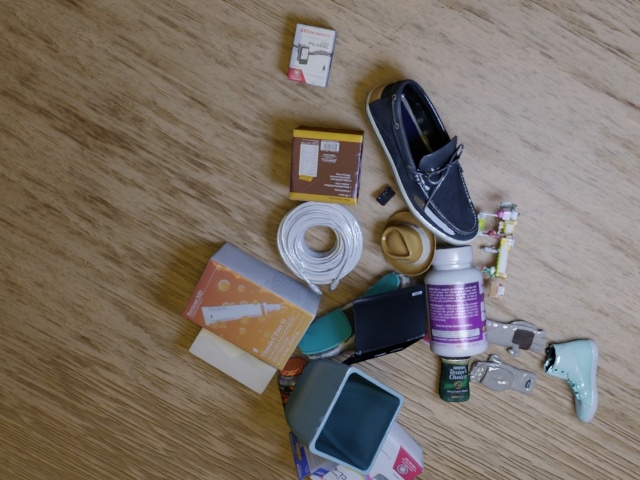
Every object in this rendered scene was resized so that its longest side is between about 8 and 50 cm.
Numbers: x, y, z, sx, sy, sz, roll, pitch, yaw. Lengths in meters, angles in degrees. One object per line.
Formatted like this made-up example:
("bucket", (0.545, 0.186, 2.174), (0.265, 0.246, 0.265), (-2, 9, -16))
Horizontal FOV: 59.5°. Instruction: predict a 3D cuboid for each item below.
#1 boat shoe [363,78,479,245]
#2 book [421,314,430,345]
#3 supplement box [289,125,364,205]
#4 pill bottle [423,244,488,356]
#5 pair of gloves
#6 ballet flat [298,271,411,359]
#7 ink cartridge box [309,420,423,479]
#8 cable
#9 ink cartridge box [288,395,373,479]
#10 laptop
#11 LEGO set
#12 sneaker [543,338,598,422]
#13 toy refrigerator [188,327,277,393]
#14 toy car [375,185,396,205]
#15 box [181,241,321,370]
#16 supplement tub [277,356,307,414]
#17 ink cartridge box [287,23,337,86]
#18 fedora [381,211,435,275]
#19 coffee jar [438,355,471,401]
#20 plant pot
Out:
("boat shoe", (0.296, -0.207, 1.503), (0.186, 0.156, 0.500), (-35, 99, -30))
("book", (0.321, 0.260, 1.726), (0.144, 0.035, 0.096), (33, 110, -3))
("supplement box", (0.020, -0.213, 1.574), (0.191, 0.129, 0.194), (6, 107, 5))
("pill bottle", (0.385, 0.168, 1.607), (0.169, 0.169, 0.302), (-5, 93, 8))
("pair of gloves", (0.574, 0.353, 1.717), (0.204, 0.042, 0.240), (6, 109, 2))
("ballet flat", (0.122, 0.255, 1.703), (0.409, 0.147, 0.147), (-36, 99, 16))
("ink cartridge box", (0.150, 0.723, 1.828), (0.306, 0.131, 0.226), (-42, 98, 14))
("cable", (0.000, 0.000, 1.660), (0.257, 0.089, 0.257), (41, 106, -5))
("ink cartridge box", (0.040, 0.612, 1.782), (0.311, 0.186, 0.065), (-40, 129, 14))
("laptop", (0.175, 0.253, 1.635), (0.234, 0.264, 0.137), (-10, 69, -21))
("LEGO set", (0.487, 0.020, 1.594), (0.107, 0.132, 0.287), (10, 113, 13))
("sneaker", (0.745, 0.424, 1.687), (0.151, 0.094, 0.256), (-2, 96, 2))
("toy refrigerator", (-0.274, 0.369, 1.799), (0.269, 0.094, 0.102), (31, 100, -3))
("toy car", (0.222, -0.110, 1.624), (0.122, 0.040, 0.060), (25, 86, 2))
("box", (-0.203, 0.196, 1.698), (0.345, 0.168, 0.215), (29, 107, -2))
("supplement tub", (-0.073, 0.480, 1.792), (0.116, 0.117, 0.191), (-9, 104, 9))
("ink cartridge box", (-0.023, -0.506, 1.528), (0.109, 0.063, 0.151), (12, 107, 3))
("fedora", (0.234, 0.010, 1.593), (0.194, 0.079, 0.195), (3, 94, 44))
("coffee jar", (0.415, 0.403, 1.729), (0.096, 0.079, 0.185), (-2, 106, 3))
("plant pot", (0.041, 0.489, 1.645), (0.247, 0.252, 0.248), (36, 76, -32))
